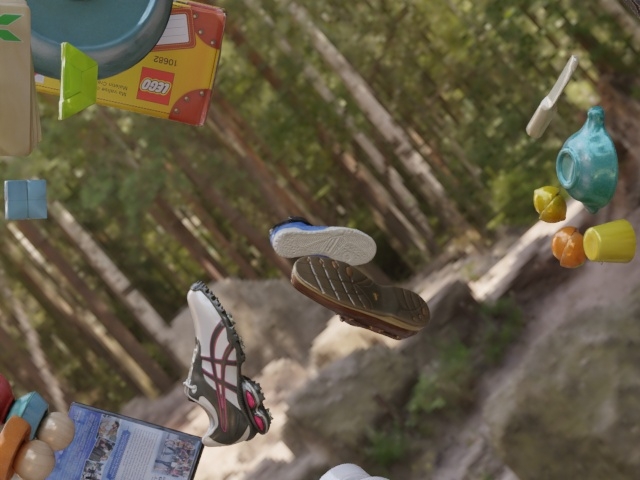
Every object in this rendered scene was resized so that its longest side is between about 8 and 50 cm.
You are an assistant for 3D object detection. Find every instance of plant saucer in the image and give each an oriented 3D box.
[{"bbox_3d":[-0.351,-0.384,1.845,0.317,0.317,0.043,-41,9,-26],"label":"plant saucer"}]

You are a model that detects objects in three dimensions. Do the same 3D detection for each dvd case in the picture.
[{"bbox_3d":[-0.342,0.395,2.252,0.022,0.253,0.180,75,-149,-67],"label":"dvd case"}]

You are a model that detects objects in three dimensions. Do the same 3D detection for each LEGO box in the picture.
[{"bbox_3d":[-0.416,-0.352,2.217,0.372,0.500,0.193,-104,27,-79],"label":"LEGO box"}]

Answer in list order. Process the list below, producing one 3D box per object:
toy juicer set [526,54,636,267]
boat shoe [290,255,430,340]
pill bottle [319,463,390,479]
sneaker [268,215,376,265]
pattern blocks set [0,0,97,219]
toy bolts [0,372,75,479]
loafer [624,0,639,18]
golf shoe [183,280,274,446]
[{"bbox_3d":[0.414,-0.111,2.092,0.089,0.329,0.209,-6,-9,-18],"label":"toy juicer set"},{"bbox_3d":[0.041,0.075,1.534,0.060,0.178,0.064,-52,24,40],"label":"boat shoe"},{"bbox_3d":[0.071,0.334,1.469,0.108,0.108,0.193,-41,39,-11],"label":"pill bottle"},{"bbox_3d":[0.000,-0.001,1.875,0.152,0.058,0.084,1,14,-13],"label":"sneaker"},{"bbox_3d":[-0.386,-0.184,1.438,0.026,0.285,0.325,6,88,62],"label":"pattern blocks set"},{"bbox_3d":[-0.465,0.319,1.932,0.228,0.158,0.218,-71,4,-66],"label":"toy bolts"},{"bbox_3d":[0.461,-0.319,1.705,0.095,0.109,0.302,-37,42,12],"label":"loafer"},{"bbox_3d":[-0.174,0.201,2.107,0.120,0.273,0.105,-21,-1,-9],"label":"golf shoe"}]
